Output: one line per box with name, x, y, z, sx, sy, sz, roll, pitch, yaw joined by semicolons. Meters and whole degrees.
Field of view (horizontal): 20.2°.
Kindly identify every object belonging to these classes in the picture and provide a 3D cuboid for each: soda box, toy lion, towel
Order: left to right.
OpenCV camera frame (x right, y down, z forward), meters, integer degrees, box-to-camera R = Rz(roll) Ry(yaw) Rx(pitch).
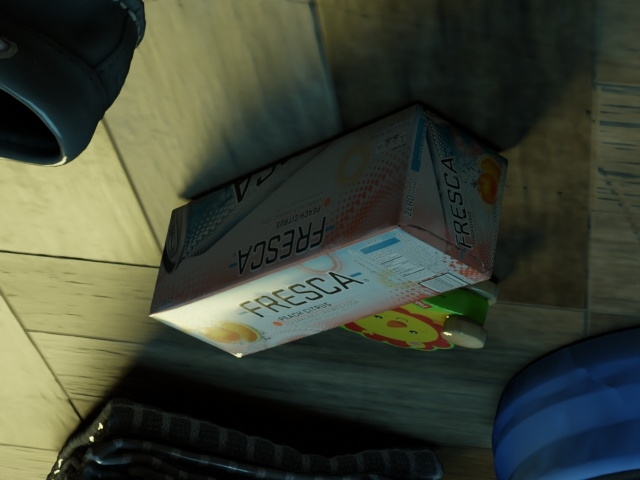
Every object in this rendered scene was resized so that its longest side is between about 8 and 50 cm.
towel;-0.064;0.195;1.200;0.235;0.121;0.283;18;155;-12
soda box;0.000;0.000;0.825;0.058;0.063;0.183;29;149;-32
toy lion;0.035;0.031;0.920;0.100;0.034;0.096;27;158;-30

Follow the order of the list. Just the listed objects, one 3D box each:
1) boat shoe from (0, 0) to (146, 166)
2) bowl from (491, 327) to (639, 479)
boat shoe;-0.232;-0.102;0.664;0.335;0.095;0.112;10;155;1
bowl;0.289;0.157;1.027;0.391;0.077;0.391;9;155;4
